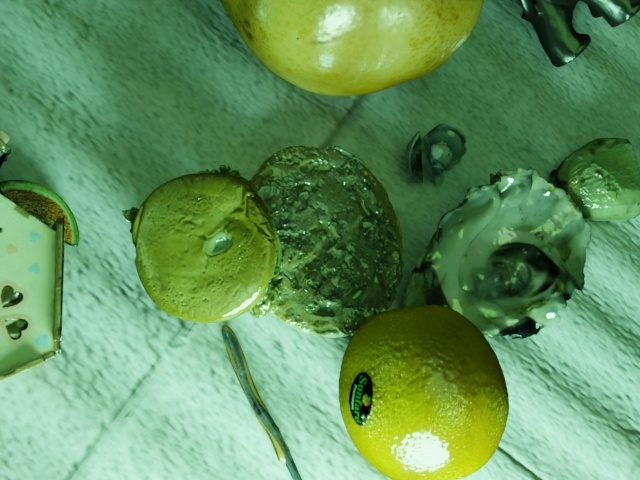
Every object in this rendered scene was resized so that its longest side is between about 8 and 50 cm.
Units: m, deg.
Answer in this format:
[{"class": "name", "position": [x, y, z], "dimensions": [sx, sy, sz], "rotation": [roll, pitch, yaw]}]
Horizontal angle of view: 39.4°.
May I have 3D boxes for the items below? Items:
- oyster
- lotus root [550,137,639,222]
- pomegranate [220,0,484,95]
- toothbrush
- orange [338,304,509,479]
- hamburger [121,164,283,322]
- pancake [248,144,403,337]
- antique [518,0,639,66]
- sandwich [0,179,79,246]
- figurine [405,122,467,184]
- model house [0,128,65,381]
[{"class": "oyster", "position": [0.261, 0.030, 1.307], "dimensions": [0.351, 0.115, 0.237], "rotation": [-35, 96, -18]}, {"class": "lotus root", "position": [0.443, -0.094, 1.417], "dimensions": [0.144, 0.070, 0.143], "rotation": [-15, 80, -21]}, {"class": "pomegranate", "position": [0.044, -0.412, 1.212], "dimensions": [0.417, 0.417, 0.416], "rotation": [5, 74, -17]}, {"class": "toothbrush", "position": [-0.063, 0.258, 1.179], "dimensions": [0.031, 0.023, 0.320], "rotation": [-19, 82, -25]}, {"class": "orange", "position": [0.131, 0.199, 1.154], "dimensions": [0.236, 0.236, 0.236], "rotation": [5, 74, -17]}, {"class": "hamburger", "position": [-0.140, 0.015, 1.154], "dimensions": [0.189, 0.122, 0.215], "rotation": [-30, 80, 6]}, {"class": "pancake", "position": [0.000, -0.001, 1.258], "dimensions": [0.283, 0.049, 0.282], "rotation": [5, 73, -16]}, {"class": "antique", "position": [0.423, -0.480, 1.446], "dimensions": [0.255, 0.185, 0.322], "rotation": [47, 71, -10]}, {"class": "sandwich", "position": [-0.368, -0.037, 1.159], "dimensions": [0.135, 0.029, 0.067], "rotation": [31, 73, -9]}, {"class": "figurine", "position": [0.170, -0.124, 1.335], "dimensions": [0.082, 0.094, 0.086], "rotation": [5, 35, 21]}, {"class": "model house", "position": [-0.405, 0.053, 1.057], "dimensions": [0.244, 0.169, 0.326], "rotation": [36, 73, -13]}]
